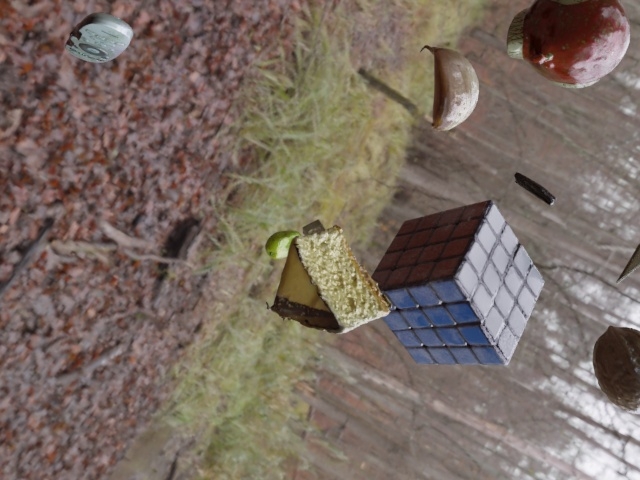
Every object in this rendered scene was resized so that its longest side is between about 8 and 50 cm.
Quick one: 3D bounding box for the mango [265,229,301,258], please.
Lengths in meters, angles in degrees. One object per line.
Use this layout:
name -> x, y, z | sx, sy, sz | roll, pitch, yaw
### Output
mango -> -0.093, 0.008, 1.708 | 0.108, 0.056, 0.074 | -25, 127, -31

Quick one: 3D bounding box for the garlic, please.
garlic -> 0.312, -0.366, 1.552 | 0.128, 0.115, 0.207 | -151, -126, -85

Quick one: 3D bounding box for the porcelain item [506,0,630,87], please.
porcelain item -> 0.529, -0.438, 1.451 | 0.253, 0.252, 0.253 | -60, 172, -14

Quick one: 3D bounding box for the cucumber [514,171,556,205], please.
cucumber -> 0.595, -0.146, 1.850 | 0.033, 0.135, 0.034 | -46, 148, -6

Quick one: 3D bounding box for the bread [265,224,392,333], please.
bread -> 0.021, 0.062, 0.943 | 0.147, 0.152, 0.127 | -18, 132, -57

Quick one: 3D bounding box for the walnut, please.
walnut -> 0.779, 0.321, 1.673 | 0.178, 0.231, 0.178 | -22, 168, -5

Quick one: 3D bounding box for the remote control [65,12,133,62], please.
remote control -> -0.426, -0.385, 1.272 | 0.256, 0.097, 0.045 | -1, -106, 54

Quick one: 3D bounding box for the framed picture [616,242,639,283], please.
framed picture -> 1.010, 0.036, 2.091 | 0.173, 0.010, 0.231 | -52, 165, -16

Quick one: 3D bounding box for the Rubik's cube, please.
Rubik's cube -> 0.390, 0.134, 1.953 | 0.344, 0.337, 0.344 | -11, -146, 47

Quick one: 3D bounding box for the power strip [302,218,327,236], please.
power strip -> 0.000, 0.000, 1.770 | 0.056, 0.123, 0.032 | -25, 146, -11
